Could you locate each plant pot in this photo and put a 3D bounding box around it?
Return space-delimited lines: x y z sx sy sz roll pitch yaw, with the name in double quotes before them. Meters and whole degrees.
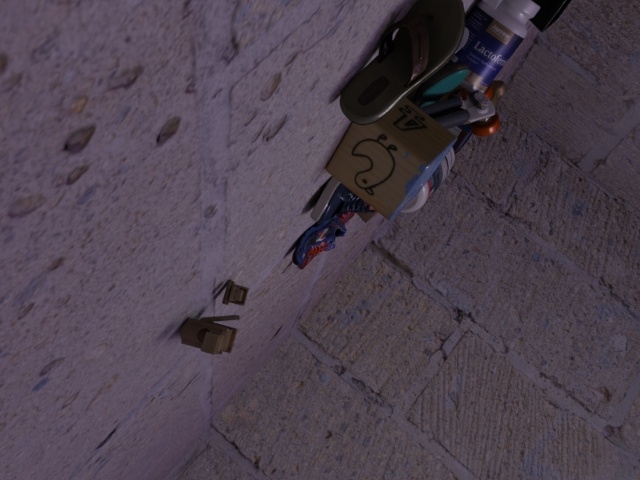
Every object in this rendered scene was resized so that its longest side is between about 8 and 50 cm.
"plant pot" 0.638 -0.729 1.985 0.187 0.167 0.188 -42 167 -47

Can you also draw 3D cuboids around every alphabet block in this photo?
"alphabet block" 0.165 -0.201 1.635 0.193 0.197 0.192 -42 167 -50

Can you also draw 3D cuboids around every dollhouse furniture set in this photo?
"dollhouse furniture set" -0.236 0.154 1.520 0.182 0.101 0.160 66 39 -81

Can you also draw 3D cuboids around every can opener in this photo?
"can opener" 0.332 -0.314 1.773 0.280 0.074 0.093 -21 165 -36

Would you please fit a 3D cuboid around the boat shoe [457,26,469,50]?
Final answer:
"boat shoe" 0.323 -0.486 1.796 0.142 0.049 0.040 -53 -169 23

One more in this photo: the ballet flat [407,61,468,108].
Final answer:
"ballet flat" 0.269 -0.383 1.768 0.095 0.096 0.280 -14 162 -26

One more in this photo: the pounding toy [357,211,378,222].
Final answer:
"pounding toy" 0.191 -0.159 2.414 0.130 0.100 0.141 -42 179 -45

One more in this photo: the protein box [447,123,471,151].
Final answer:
"protein box" 0.519 -0.438 2.748 0.200 0.136 0.201 -45 170 -37

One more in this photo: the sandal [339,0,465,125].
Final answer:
"sandal" 0.152 -0.336 1.275 0.302 0.120 0.086 -50 158 -3

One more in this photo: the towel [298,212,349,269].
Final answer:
"towel" 0.030 -0.029 2.266 0.275 0.031 0.199 -47 173 -17

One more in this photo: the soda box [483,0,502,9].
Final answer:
"soda box" 0.409 -0.613 1.563 0.069 0.074 0.216 -49 172 -13

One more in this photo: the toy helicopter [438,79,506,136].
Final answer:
"toy helicopter" 0.437 -0.460 2.078 0.355 0.235 0.140 -60 139 -33

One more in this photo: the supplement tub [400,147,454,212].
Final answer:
"supplement tub" 0.315 -0.232 2.341 0.272 0.191 0.191 -45 170 -43

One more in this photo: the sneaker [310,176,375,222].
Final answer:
"sneaker" 0.107 -0.118 1.863 0.350 0.148 0.131 -41 168 -49

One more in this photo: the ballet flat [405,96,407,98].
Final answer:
"ballet flat" 0.179 -0.287 1.758 0.074 0.074 0.203 -40 168 -53

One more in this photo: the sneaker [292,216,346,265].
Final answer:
"sneaker" 0.000 0.000 2.022 0.221 0.087 0.083 -46 170 -33

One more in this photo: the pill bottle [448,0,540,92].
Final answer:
"pill bottle" 0.437 -0.527 1.830 0.264 0.153 0.153 -55 171 24
